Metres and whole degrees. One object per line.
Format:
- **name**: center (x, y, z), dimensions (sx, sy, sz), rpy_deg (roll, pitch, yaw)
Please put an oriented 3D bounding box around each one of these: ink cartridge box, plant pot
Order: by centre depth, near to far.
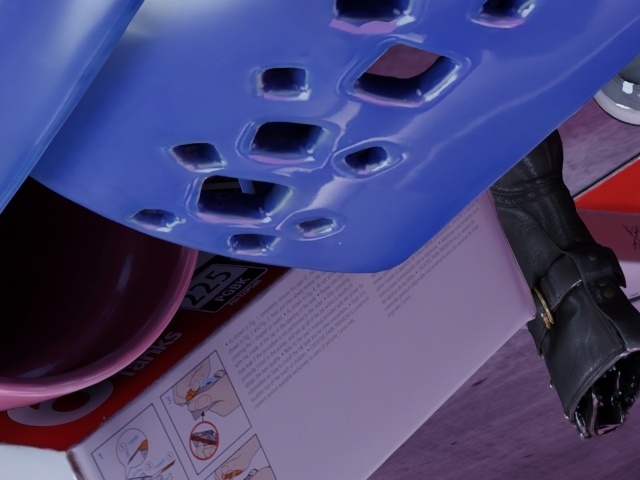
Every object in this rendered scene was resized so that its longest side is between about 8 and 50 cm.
- **plant pot**: center (-0.038, -0.134, 0.612), dimensions (0.212, 0.236, 0.236), rpy_deg (-1, 153, -32)
- **plant pot**: center (-0.185, -0.013, 0.858), dimensions (0.201, 0.201, 0.180), rpy_deg (-6, 172, -39)
- **ink cartridge box**: center (-0.089, 0.066, 0.996), dimensions (0.272, 0.130, 0.309), rpy_deg (-1, -150, 45)
- **ink cartridge box**: center (0.285, 0.000, 1.603), dimensions (0.239, 0.060, 0.275), rpy_deg (-33, 159, 33)

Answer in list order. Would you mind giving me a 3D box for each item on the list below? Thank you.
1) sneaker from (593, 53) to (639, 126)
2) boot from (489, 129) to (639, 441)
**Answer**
- **sneaker**: center (0.275, -0.170, 1.007), dimensions (0.295, 0.124, 0.178), rpy_deg (-32, 166, 4)
- **boot**: center (0.143, 0.031, 1.256), dimensions (0.091, 0.229, 0.263), rpy_deg (-19, 161, -10)
